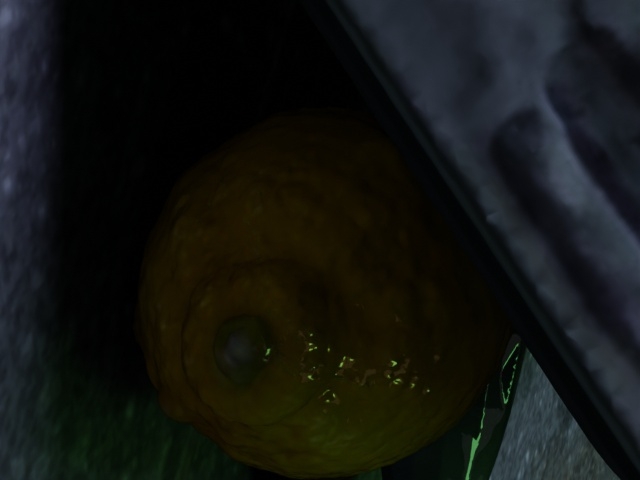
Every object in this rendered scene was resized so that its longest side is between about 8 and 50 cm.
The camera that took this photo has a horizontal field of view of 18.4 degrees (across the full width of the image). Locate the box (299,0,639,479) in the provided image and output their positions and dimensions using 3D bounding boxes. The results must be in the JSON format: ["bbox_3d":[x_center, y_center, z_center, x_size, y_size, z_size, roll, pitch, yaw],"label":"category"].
[{"bbox_3d":[0.115,-0.038,0.740,0.111,0.396,0.396,-36,161,12],"label":"box"}]

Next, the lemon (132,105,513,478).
[{"bbox_3d":[0.000,0.020,0.743,0.187,0.142,0.142,-25,123,-72],"label":"lemon"}]

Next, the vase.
[{"bbox_3d":[0.056,0.081,0.923,0.086,0.086,0.214,25,68,-68],"label":"vase"}]

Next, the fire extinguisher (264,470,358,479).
[{"bbox_3d":[-0.003,0.139,0.929,0.078,0.045,0.157,-85,174,-64],"label":"fire extinguisher"}]
